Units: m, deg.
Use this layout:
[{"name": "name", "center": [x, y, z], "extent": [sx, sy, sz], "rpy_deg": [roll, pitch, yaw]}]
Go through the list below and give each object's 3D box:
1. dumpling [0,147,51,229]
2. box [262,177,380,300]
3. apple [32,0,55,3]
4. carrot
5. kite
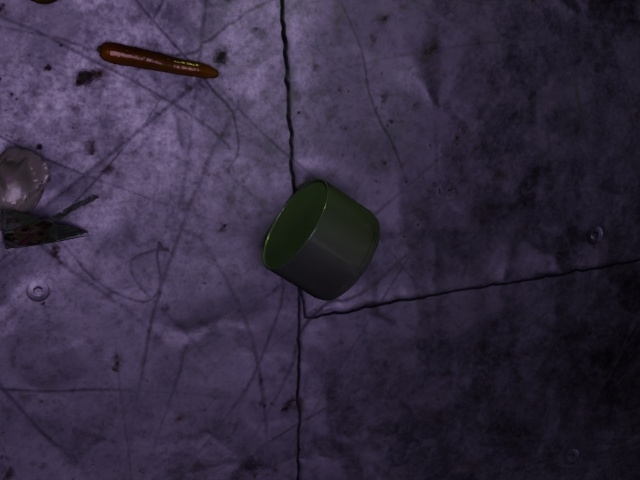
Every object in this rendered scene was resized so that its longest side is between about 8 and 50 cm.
[{"name": "dumpling", "center": [-0.616, -0.105, 1.715], "extent": [0.127, 0.108, 0.188], "rpy_deg": [43, 108, -1]}, {"name": "box", "center": [0.000, 0.000, 1.875], "extent": [0.149, 0.226, 0.226], "rpy_deg": [33, 94, -24]}, {"name": "apple", "center": [-0.523, -0.490, 1.637], "extent": [0.090, 0.074, 0.089], "rpy_deg": [-5, 106, -18]}, {"name": "carrot", "center": [-0.325, -0.360, 1.762], "extent": [0.248, 0.043, 0.043], "rpy_deg": [7, 104, -22]}, {"name": "kite", "center": [-0.542, -0.036, 1.736], "extent": [0.250, 0.012, 0.229], "rpy_deg": [-29, 155, 21]}]
